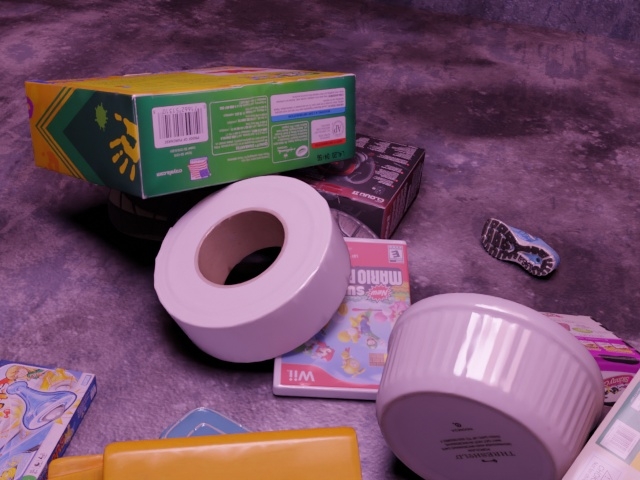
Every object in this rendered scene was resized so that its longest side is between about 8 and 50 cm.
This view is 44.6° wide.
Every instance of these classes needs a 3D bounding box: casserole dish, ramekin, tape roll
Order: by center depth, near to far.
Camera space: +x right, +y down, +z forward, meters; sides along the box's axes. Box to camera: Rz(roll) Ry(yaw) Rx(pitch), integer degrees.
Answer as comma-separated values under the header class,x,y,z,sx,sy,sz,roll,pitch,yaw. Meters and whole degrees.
class,x,y,z,sx,sy,sz,roll,pitch,yaw
ramekin,0.190,0.200,0.931,0.273,0.273,0.127,17,47,17
casserole dish,-0.124,0.269,0.977,0.188,0.037,0.114,24,38,25
tape roll,-0.102,0.037,1.170,0.286,0.100,0.286,-13,48,14

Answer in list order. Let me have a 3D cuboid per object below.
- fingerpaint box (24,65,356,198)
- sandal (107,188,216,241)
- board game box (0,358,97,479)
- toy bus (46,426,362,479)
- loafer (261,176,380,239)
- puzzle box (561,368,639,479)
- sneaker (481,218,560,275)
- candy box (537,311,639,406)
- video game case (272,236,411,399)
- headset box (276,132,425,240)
class,x,y,z,sx,sy,sz,roll,pitch,yaw
fingerpaint box,-0.221,-0.207,1.368,0.445,0.163,0.371,-16,22,-41
sandal,-0.259,-0.046,1.393,0.303,0.120,0.086,16,-2,24
board game box,-0.386,0.238,0.989,0.136,0.035,0.201,8,33,4
toy bus,-0.128,0.274,0.846,0.333,0.130,0.108,-2,66,-8
loafer,0.000,0.000,1.339,0.302,0.095,0.109,34,68,10
puzzle box,0.371,0.315,0.784,0.272,0.052,0.409,31,72,35
sneaker,0.366,0.013,1.429,0.162,0.063,0.073,37,27,33
candy box,0.337,0.160,1.096,0.159,0.071,0.233,5,9,1
video game case,0.037,0.108,1.184,0.204,0.025,0.285,3,50,-3
headset box,0.052,-0.095,1.486,0.218,0.110,0.293,15,34,16
